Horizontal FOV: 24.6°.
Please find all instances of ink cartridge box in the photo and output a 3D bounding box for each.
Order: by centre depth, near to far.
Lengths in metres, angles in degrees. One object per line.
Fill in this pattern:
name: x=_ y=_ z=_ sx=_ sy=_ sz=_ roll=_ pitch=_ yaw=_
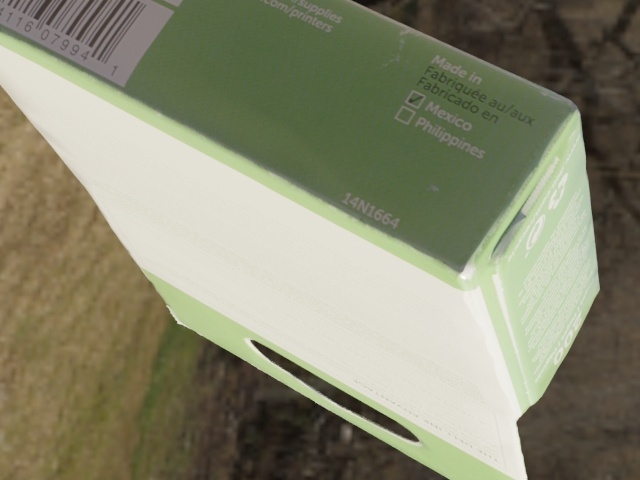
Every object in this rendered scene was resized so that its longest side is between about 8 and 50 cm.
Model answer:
ink cartridge box: x=0.000 y=0.000 z=0.454 sx=0.056 sy=0.171 sz=0.235 roll=-57 pitch=157 yaw=-13
